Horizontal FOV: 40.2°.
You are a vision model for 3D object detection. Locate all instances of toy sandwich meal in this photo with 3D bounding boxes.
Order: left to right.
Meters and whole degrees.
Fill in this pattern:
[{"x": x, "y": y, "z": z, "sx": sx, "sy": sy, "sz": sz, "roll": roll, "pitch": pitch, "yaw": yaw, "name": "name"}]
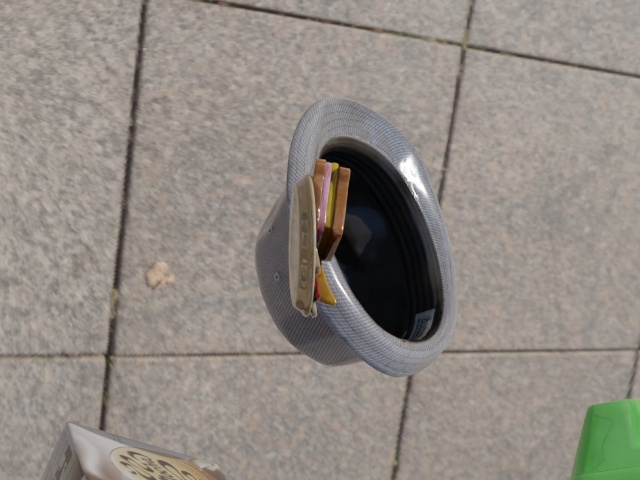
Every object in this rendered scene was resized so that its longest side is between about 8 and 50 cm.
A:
[{"x": 0.000, "y": 0.000, "z": 0.474, "sx": 0.029, "sy": 0.085, "sz": 0.085, "roll": 1, "pitch": 102, "yaw": -7, "name": "toy sandwich meal"}]

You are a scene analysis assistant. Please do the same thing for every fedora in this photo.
[{"x": 0.021, "y": 0.011, "z": 0.855, "sx": 0.244, "sy": 0.124, "sz": 0.275, "roll": 14, "pitch": 57, "yaw": -48, "name": "fedora"}]

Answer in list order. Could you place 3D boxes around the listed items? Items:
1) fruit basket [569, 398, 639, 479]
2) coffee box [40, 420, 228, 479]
[{"x": 0.441, "y": 0.332, "z": 0.849, "sx": 0.392, "sy": 0.392, "sz": 0.282, "roll": -34, "pitch": 120, "yaw": -15, "name": "fruit basket"}, {"x": -0.139, "y": 0.272, "z": 0.723, "sx": 0.168, "sy": 0.297, "sz": 0.118, "roll": 23, "pitch": 89, "yaw": -23, "name": "coffee box"}]
